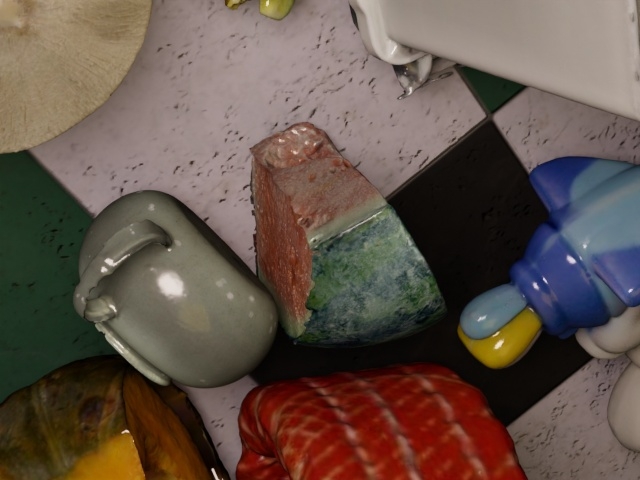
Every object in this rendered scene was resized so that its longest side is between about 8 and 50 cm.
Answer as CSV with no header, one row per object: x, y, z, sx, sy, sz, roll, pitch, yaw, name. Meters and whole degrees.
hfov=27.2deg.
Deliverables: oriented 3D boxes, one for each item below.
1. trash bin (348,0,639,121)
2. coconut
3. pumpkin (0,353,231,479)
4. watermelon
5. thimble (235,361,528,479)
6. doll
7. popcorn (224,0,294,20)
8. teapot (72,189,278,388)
0.188,-0.227,1.021,0.255,0.367,0.296,-26,125,-20,trash bin
-0.240,-0.186,0.947,0.237,0.266,0.237,-5,113,-13,coconut
-0.198,0.259,1.224,0.225,0.256,0.303,-22,102,2,pumpkin
0.000,0.000,1.179,0.148,0.318,0.226,-28,84,0,watermelon
0.060,0.295,1.296,0.230,0.350,0.350,-7,120,-18,thimble
0.333,0.038,1.351,0.365,0.187,0.376,16,93,-36,doll
-0.062,-0.250,1.063,0.141,0.135,0.162,-15,120,-22,popcorn
-0.132,0.050,1.164,0.129,0.193,0.294,-46,159,2,teapot
